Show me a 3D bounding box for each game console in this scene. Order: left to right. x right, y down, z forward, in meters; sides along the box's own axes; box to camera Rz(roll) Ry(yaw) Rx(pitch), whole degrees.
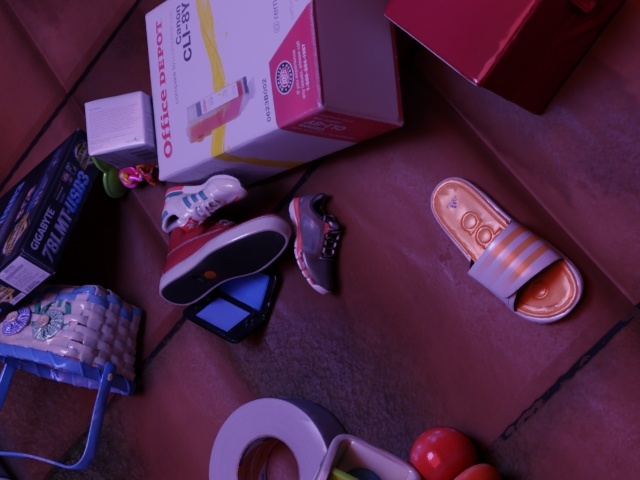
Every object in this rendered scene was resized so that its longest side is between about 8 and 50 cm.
[{"bbox_3d":[-0.140,0.085,1.736,0.122,0.107,0.071,24,136,35],"label":"game console"}]

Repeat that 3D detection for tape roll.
[{"bbox_3d":[-0.055,0.337,1.641,0.219,0.072,0.219,-7,79,34],"label":"tape roll"}]

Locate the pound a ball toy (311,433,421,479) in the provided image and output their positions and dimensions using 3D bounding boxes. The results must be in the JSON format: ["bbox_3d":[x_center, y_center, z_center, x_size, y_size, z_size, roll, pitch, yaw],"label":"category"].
[{"bbox_3d":[0.044,0.432,1.494,0.208,0.136,0.319,26,115,3],"label":"pound a ball toy"}]

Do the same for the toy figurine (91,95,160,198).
[{"bbox_3d":[-0.274,-0.142,1.854,0.159,0.130,0.173,10,111,26],"label":"toy figurine"}]

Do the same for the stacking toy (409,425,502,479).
[{"bbox_3d":[0.228,0.357,1.413,0.141,0.141,0.330,-53,54,16],"label":"stacking toy"}]

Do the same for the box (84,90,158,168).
[{"bbox_3d":[-0.293,-0.168,1.746,0.102,0.101,0.087,-9,79,16],"label":"box"}]

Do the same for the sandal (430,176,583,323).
[{"bbox_3d":[0.223,0.010,1.493,0.265,0.076,0.102,44,108,31],"label":"sandal"}]

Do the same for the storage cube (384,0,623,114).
[{"bbox_3d":[0.237,-0.303,1.465,0.215,0.183,0.193,45,109,31],"label":"storage cube"}]

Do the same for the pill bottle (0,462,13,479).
[{"bbox_3d":[-0.620,0.432,1.964,0.278,0.162,0.162,44,108,32],"label":"pill bottle"}]

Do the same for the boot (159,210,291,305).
[{"bbox_3d":[-0.146,-0.024,1.733,0.244,0.088,0.176,-26,45,30],"label":"boot"}]

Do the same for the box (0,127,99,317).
[{"bbox_3d":[-0.496,-0.006,1.888,0.293,0.073,0.295,-31,32,37],"label":"box"}]

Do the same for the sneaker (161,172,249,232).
[{"bbox_3d":[-0.173,-0.047,1.686,0.161,0.057,0.075,-9,56,36],"label":"sneaker"}]

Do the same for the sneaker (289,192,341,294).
[{"bbox_3d":[0.000,0.000,1.663,0.065,0.061,0.158,-22,71,24],"label":"sneaker"}]

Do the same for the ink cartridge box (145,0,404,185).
[{"bbox_3d":[-0.079,-0.252,1.631,0.384,0.160,0.279,-18,74,47],"label":"ink cartridge box"}]

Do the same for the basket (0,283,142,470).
[{"bbox_3d":[-0.429,0.216,1.838,0.254,0.201,0.289,0,73,34],"label":"basket"}]
